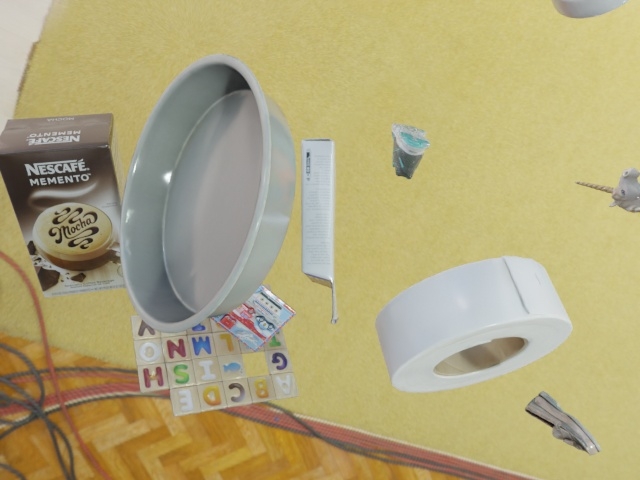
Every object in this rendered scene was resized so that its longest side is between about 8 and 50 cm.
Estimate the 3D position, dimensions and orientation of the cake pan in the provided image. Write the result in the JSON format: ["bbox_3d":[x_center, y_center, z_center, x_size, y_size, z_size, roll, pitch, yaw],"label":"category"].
[{"bbox_3d":[-0.126,-0.048,0.620,0.054,0.293,0.293,12,107,-42],"label":"cake pan"}]

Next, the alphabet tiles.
[{"bbox_3d":[-0.162,0.160,0.889,0.237,0.198,0.009,-1,148,-30],"label":"alphabet tiles"}]

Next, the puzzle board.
[{"bbox_3d":[-0.113,0.097,0.841,0.128,0.011,0.096,40,112,-12],"label":"puzzle board"}]

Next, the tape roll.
[{"bbox_3d":[0.232,0.139,0.901,0.286,0.100,0.286,-10,149,-6],"label":"tape roll"}]

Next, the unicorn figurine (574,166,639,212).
[{"bbox_3d":[0.324,-0.067,0.493,0.162,0.060,0.111,-6,149,-4],"label":"unicorn figurine"}]

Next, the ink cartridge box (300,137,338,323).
[{"bbox_3d":[0.000,0.000,0.791,0.045,0.223,0.224,-1,82,2],"label":"ink cartridge box"}]

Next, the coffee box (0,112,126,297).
[{"bbox_3d":[-0.417,-0.055,0.993,0.168,0.119,0.297,-7,130,-11],"label":"coffee box"}]

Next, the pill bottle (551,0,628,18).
[{"bbox_3d":[0.464,-0.619,1.057,0.224,0.224,0.392,-44,132,4],"label":"pill bottle"}]

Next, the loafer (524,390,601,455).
[{"bbox_3d":[0.320,0.249,0.774,0.039,0.125,0.045,-33,109,-1],"label":"loafer"}]

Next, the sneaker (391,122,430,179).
[{"bbox_3d":[0.143,-0.152,0.987,0.065,0.166,0.076,16,112,2],"label":"sneaker"}]
